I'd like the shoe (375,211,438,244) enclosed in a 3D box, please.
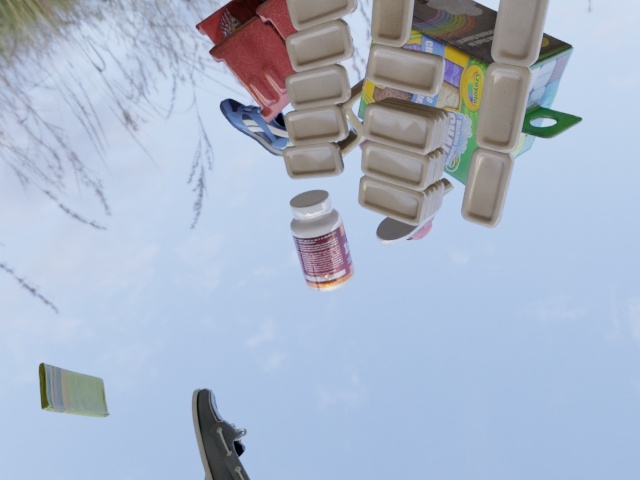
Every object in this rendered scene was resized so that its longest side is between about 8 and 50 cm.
[{"bbox_3d":[0.183,-0.023,1.285,0.178,0.081,0.063,-33,-120,-29],"label":"shoe"}]

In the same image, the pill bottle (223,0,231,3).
[{"bbox_3d":[-0.097,-0.481,1.095,0.131,0.131,0.229,-49,-144,-16],"label":"pill bottle"}]

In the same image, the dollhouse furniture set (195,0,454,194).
[{"bbox_3d":[0.006,-0.192,0.878,0.152,0.374,0.201,-38,-151,5],"label":"dollhouse furniture set"}]

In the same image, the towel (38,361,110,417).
[{"bbox_3d":[-0.555,0.344,1.381,0.021,0.237,0.102,-18,-113,7],"label":"towel"}]

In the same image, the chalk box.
[{"bbox_3d":[0.166,-0.156,0.646,0.132,0.132,0.213,-27,-126,-34],"label":"chalk box"}]

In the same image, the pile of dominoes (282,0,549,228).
[{"bbox_3d":[0.062,-0.137,0.443,0.196,0.251,0.040,21,-146,28],"label":"pile of dominoes"}]

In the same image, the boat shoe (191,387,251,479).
[{"bbox_3d":[-0.184,0.419,1.199,0.099,0.116,0.319,-18,-137,-8],"label":"boat shoe"}]

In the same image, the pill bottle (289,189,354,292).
[{"bbox_3d":[0.000,0.000,0.974,0.086,0.152,0.086,-12,-153,6],"label":"pill bottle"}]

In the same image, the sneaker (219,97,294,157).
[{"bbox_3d":[-0.088,-0.182,0.920,0.144,0.059,0.053,34,-152,12],"label":"sneaker"}]
